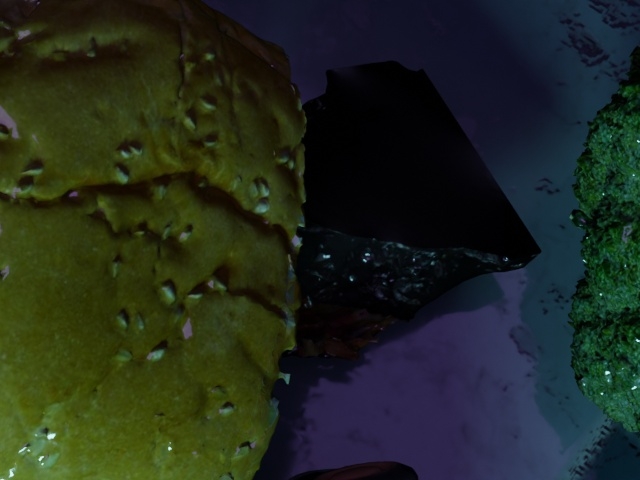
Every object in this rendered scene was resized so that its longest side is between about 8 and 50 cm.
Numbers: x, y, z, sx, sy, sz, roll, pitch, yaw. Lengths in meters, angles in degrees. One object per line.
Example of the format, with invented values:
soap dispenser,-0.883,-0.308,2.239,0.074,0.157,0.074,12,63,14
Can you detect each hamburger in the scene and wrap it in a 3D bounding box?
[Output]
hamburger,-0.125,-0.003,0.657,0.211,0.132,0.309,20,74,-36

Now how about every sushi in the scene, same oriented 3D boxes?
sushi,0.000,0.000,0.854,0.172,0.150,0.153,-15,67,-43

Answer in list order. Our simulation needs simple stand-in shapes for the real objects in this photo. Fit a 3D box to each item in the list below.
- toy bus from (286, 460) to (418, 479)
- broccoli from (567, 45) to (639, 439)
toy bus,-0.051,0.246,0.755,0.232,0.287,0.194,-14,90,17
broccoli,0.285,0.024,0.806,0.304,0.321,0.283,39,43,18
